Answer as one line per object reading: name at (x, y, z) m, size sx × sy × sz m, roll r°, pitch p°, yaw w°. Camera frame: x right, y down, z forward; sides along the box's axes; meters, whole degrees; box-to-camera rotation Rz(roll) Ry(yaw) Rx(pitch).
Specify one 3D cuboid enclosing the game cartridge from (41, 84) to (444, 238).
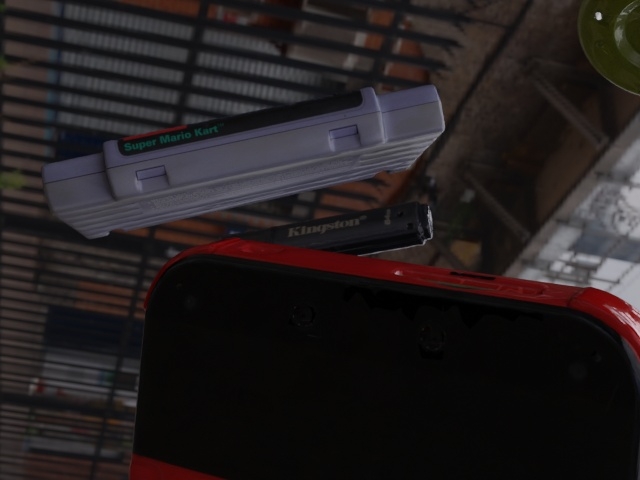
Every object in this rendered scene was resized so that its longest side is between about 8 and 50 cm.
game cartridge at (-0.072, -0.074, 0.997) m, size 0.230 × 0.355 × 0.068 m, roll 112°, pitch -35°, yaw -80°

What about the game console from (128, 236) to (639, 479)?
game console at (0.030, 0.184, 0.711) m, size 0.060 × 0.386 × 0.342 m, roll -4°, pitch 100°, yaw -62°

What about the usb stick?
usb stick at (0.000, 0.000, 1.282) m, size 0.077 × 0.277 × 0.045 m, roll -78°, pitch 156°, yaw -63°

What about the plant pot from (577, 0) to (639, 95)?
plant pot at (0.524, -0.401, 1.496) m, size 0.353 × 0.366 × 0.366 m, roll -63°, pitch 179°, yaw -35°
